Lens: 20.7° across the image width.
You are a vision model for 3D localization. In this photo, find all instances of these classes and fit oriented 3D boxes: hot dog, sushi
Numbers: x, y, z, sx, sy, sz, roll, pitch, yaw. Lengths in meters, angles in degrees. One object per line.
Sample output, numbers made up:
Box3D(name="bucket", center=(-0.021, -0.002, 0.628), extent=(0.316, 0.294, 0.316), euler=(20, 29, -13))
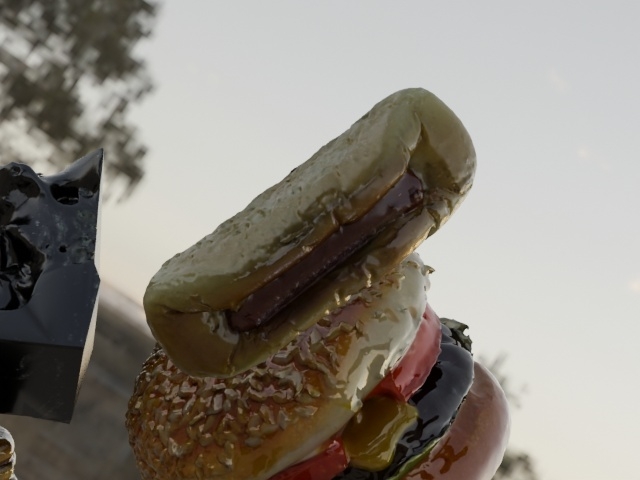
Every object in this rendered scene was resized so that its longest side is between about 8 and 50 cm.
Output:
Box3D(name="hot dog", center=(0.000, 0.000, 1.106), extent=(0.084, 0.242, 0.073), euler=(57, -6, -26))
Box3D(name="sushi", center=(-0.322, 0.048, 1.704), extent=(0.212, 0.227, 0.215), euler=(6, -33, -8))

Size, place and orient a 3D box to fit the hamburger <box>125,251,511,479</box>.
Box3D(name="hamburger", center=(-0.009, 0.152, 1.613), extent=(0.250, 0.330, 0.330), euler=(60, -21, -19))

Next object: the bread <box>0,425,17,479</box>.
Box3D(name="bread", center=(-0.386, 0.219, 1.647), extent=(0.200, 0.077, 0.116), euler=(-6, 13, -21))
